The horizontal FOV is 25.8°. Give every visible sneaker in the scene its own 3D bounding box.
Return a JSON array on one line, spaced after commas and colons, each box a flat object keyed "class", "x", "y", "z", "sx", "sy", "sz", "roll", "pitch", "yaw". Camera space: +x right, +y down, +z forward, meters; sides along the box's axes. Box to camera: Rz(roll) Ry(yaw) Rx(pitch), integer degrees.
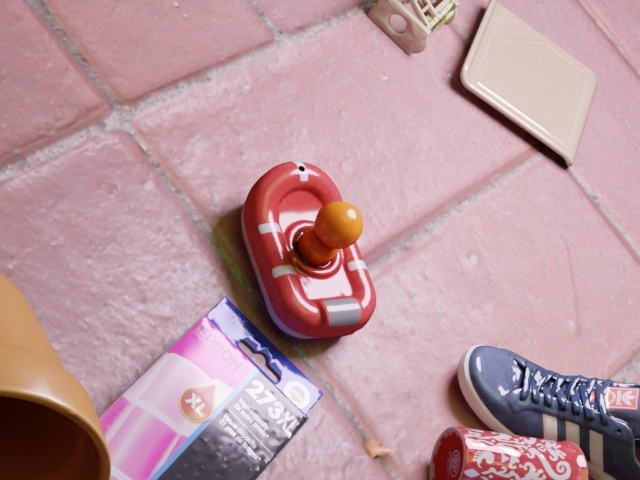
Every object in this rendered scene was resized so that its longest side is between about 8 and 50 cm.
[{"class": "sneaker", "x": 0.351, "y": 0.219, "z": 1.834, "sx": 0.350, "sy": 0.148, "sz": 0.131, "roll": 28, "pitch": 49, "yaw": -15}]

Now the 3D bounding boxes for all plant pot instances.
[{"class": "plant pot", "x": -0.355, "y": 0.156, "z": 1.299, "sx": 0.291, "sy": 0.291, "sz": 0.203, "roll": 9, "pitch": 40, "yaw": -29}]

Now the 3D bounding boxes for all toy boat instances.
[{"class": "toy boat", "x": 0.000, "y": 0.000, "z": 1.743, "sx": 0.151, "sy": 0.151, "sz": 0.231, "roll": -4, "pitch": 64, "yaw": -36}]

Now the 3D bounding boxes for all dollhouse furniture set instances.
[{"class": "dollhouse furniture set", "x": 0.188, "y": -0.393, "z": 2.124, "sx": 0.101, "sy": 0.161, "sz": 0.182, "roll": 44, "pitch": 48, "yaw": -1}]

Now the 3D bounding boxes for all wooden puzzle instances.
[{"class": "wooden puzzle", "x": 0.329, "y": -0.251, "z": 2.210, "sx": 0.239, "sy": 0.044, "sz": 0.221, "roll": 37, "pitch": 47, "yaw": -13}]

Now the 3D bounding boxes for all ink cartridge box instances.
[{"class": "ink cartridge box", "x": -0.138, "y": 0.212, "z": 1.575, "sx": 0.176, "sy": 0.069, "sz": 0.371, "roll": 45, "pitch": 44, "yaw": 0}]

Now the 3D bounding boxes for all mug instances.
[{"class": "mug", "x": 0.233, "y": 0.301, "z": 1.722, "sx": 0.169, "sy": 0.113, "sz": 0.150, "roll": 15, "pitch": 35, "yaw": -21}]
